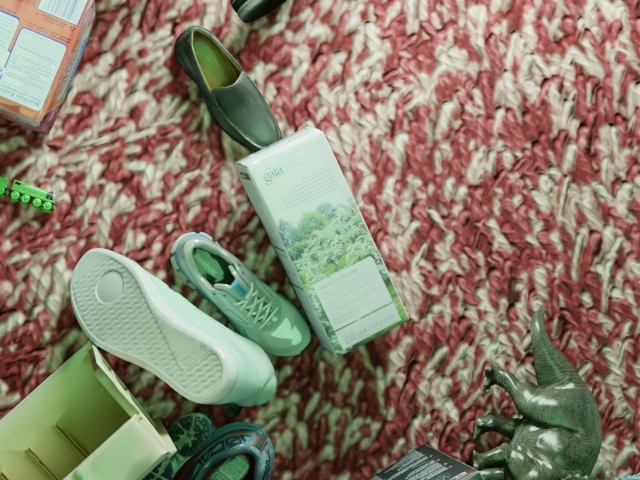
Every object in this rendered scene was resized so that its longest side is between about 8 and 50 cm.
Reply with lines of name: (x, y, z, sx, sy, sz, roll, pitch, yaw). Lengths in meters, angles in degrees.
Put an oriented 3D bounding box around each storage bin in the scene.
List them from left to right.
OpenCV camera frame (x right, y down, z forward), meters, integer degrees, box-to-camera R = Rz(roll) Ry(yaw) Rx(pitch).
storage bin: (-0.291, 0.244, 1.476, 0.262, 0.260, 0.123, -42, 97, -7)

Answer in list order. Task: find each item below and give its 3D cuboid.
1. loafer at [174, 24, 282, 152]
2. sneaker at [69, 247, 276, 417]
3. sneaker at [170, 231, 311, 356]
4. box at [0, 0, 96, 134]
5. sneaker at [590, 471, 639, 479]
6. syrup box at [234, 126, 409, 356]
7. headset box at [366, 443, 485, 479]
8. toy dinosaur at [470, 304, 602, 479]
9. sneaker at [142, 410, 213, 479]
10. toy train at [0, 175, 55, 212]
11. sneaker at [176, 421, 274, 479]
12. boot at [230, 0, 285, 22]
loafer: (-0.103, -0.167, 1.612, 0.062, 0.061, 0.170, -41, 94, -8)
sneaker: (-0.161, 0.106, 1.586, 0.256, 0.151, 0.094, 37, 95, 29)
sneaker: (-0.088, 0.064, 1.597, 0.190, 0.083, 0.071, 39, 82, -6)
box: (-0.404, -0.239, 1.534, 0.299, 0.142, 0.154, 22, 85, -6)
sneaker: (0.342, 0.309, 1.635, 0.283, 0.110, 0.122, -41, 83, -11)
syrup box: (0.000, 0.000, 1.590, 0.093, 0.096, 0.237, -27, 98, -8)
headset box: (0.076, 0.327, 1.503, 0.218, 0.293, 0.110, -32, 92, -8)
toy dinosaur: (0.252, 0.227, 1.619, 0.160, 0.121, 0.314, 11, 52, 5)
sneaker: (-0.167, 0.236, 1.596, 0.135, 0.058, 0.052, -38, 92, 16)
toy train: (-0.333, -0.054, 1.601, 0.083, 0.017, 0.024, 18, 75, -7)
sneaker: (-0.145, 0.310, 1.558, 0.104, 0.125, 0.262, 33, 84, -5)
boot: (-0.062, -0.379, 1.619, 0.178, 0.085, 0.236, 42, 84, 0)
